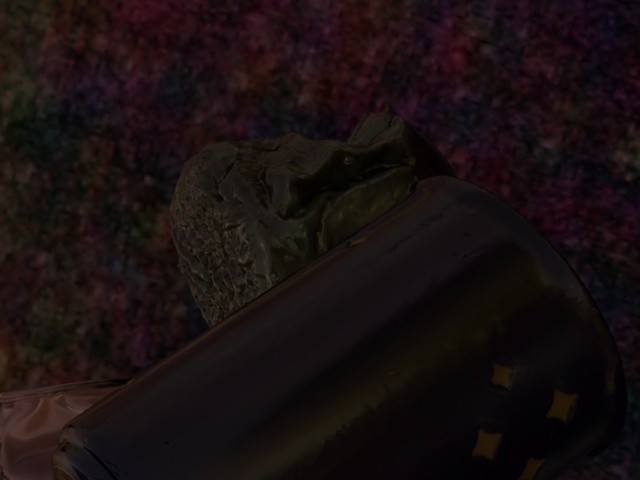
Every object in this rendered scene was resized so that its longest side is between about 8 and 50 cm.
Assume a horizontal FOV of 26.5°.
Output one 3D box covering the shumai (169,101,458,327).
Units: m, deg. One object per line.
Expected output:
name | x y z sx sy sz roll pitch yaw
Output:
shumai | 0.000 0.000 1.180 0.261 0.222 0.225 -5 106 62

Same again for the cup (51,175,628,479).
cup | 0.019 0.137 0.728 0.178 0.256 0.255 25 141 54

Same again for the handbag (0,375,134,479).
handbag | -0.202 0.192 1.255 0.179 0.205 0.116 -18 72 50
